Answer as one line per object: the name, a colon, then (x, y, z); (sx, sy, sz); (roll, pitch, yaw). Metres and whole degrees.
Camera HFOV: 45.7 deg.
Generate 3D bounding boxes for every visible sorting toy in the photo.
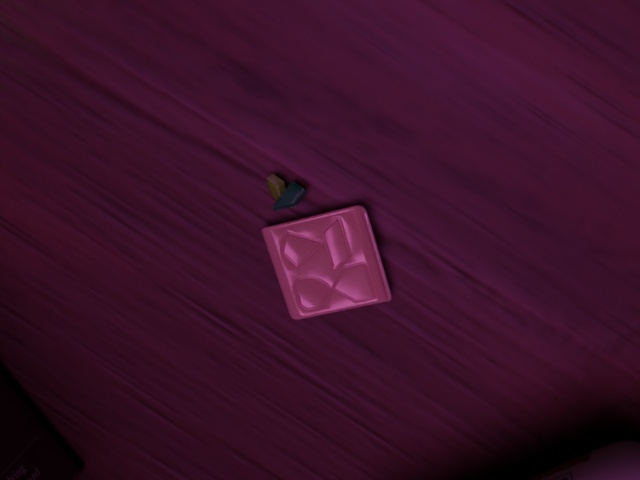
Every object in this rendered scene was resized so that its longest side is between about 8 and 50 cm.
sorting toy: (0.000, 0.000, 0.411); (0.062, 0.012, 0.083); (-12, 108, 18)

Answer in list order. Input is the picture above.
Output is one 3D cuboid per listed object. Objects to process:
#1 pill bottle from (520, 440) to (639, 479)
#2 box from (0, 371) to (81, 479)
pill bottle: (0.145, 0.176, 0.377); (0.229, 0.131, 0.131); (-29, 100, 17)
box: (-0.284, 0.134, 0.419); (0.167, 0.168, 0.203); (-33, 98, 18)
